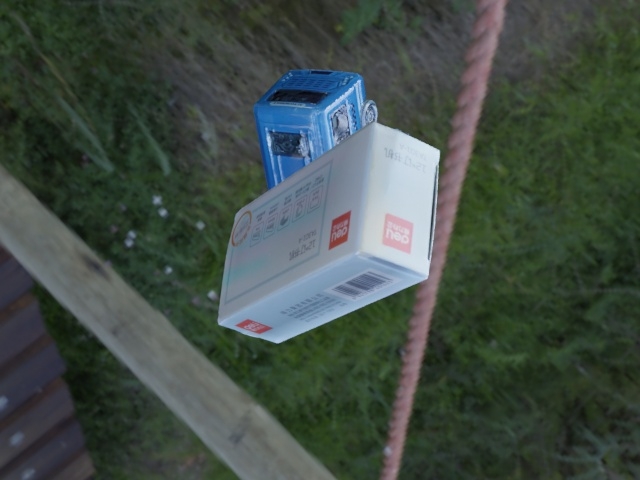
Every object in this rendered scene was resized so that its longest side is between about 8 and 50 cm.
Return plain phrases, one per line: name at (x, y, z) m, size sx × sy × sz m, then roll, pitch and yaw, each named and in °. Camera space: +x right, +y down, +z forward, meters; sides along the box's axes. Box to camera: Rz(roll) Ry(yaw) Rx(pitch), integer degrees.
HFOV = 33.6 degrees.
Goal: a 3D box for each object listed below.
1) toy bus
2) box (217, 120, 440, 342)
toy bus at (0.001, -0.078, 1.306) m, size 0.134 × 0.113 × 0.246 m, roll -47°, pitch 137°, yaw -47°
box at (0.000, 0.000, 1.004) m, size 0.269 × 0.079 × 0.135 m, roll -29°, pitch -134°, yaw 53°
